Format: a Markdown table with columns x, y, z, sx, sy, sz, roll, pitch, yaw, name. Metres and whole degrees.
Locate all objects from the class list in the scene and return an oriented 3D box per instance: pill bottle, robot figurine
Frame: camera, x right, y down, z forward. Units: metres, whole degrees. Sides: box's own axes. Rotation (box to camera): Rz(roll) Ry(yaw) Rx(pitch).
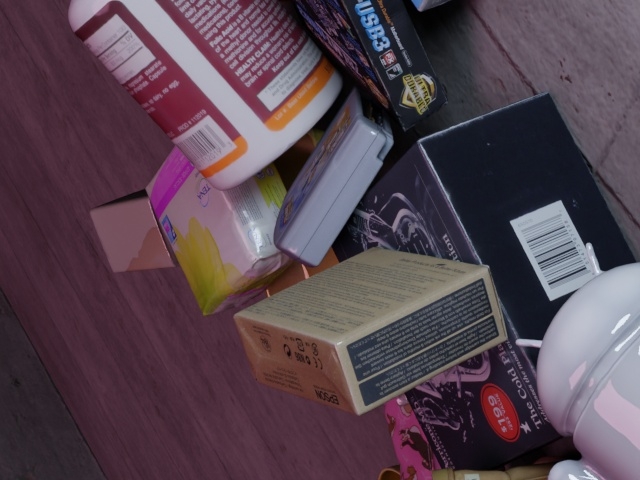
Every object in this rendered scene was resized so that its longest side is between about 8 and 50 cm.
| x | y | z | sx | sy | sz | roll | pitch | yaw | name |
| --- | --- | --- | --- | --- | --- | --- | --- | --- | --- |
| -0.174 | -0.275 | 2.101 | 0.392 | 0.224 | 0.224 | 49 | 158 | -12 | pill bottle |
| 0.347 | 0.157 | 1.563 | 0.353 | 0.300 | 0.200 | 41 | -175 | 24 | robot figurine |

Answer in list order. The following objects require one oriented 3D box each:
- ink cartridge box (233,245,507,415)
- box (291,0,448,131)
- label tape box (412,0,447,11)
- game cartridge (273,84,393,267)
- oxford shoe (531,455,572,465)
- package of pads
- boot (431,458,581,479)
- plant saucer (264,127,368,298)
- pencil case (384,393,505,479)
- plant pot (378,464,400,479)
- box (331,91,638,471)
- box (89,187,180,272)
| x | y | z | sx | sy | sz | roll | pitch | yaw | name |
| --- | --- | --- | --- | --- | --- | --- | --- | --- | --- |
| 0.049 | 0.089 | 1.731 | 0.234 | 0.193 | 0.088 | 10 | 120 | 62 | ink cartridge box |
| 0.010 | -0.308 | 1.904 | 0.295 | 0.073 | 0.293 | 53 | 175 | 49 | box |
| 0.124 | -0.437 | 1.671 | 0.249 | 0.115 | 0.348 | 58 | 152 | 18 | label tape box |
| 0.013 | -0.074 | 1.993 | 0.062 | 0.198 | 0.297 | 35 | -169 | -8 | game cartridge |
| 0.335 | 0.391 | 1.885 | 0.397 | 0.146 | 0.140 | 42 | 146 | 44 | oxford shoe |
| -0.137 | -0.031 | 2.358 | 0.229 | 0.101 | 0.296 | 64 | 156 | 9 | package of pads |
| 0.264 | 0.302 | 1.843 | 0.236 | 0.269 | 0.089 | 74 | -170 | -67 | boot |
| 0.000 | 0.000 | 2.323 | 0.333 | 0.081 | 0.333 | -3 | 107 | 64 | plant saucer |
| 0.167 | 0.320 | 2.054 | 0.160 | 0.167 | 0.386 | -15 | 82 | 51 | pencil case |
| 0.155 | 0.355 | 2.284 | 0.134 | 0.095 | 0.134 | 44 | 146 | 40 | plant pot |
| 0.197 | 0.065 | 1.858 | 0.343 | 0.179 | 0.312 | 64 | 156 | 10 | box |
| -0.254 | -0.029 | 2.739 | 0.311 | 0.148 | 0.121 | -6 | 105 | 66 | box |
